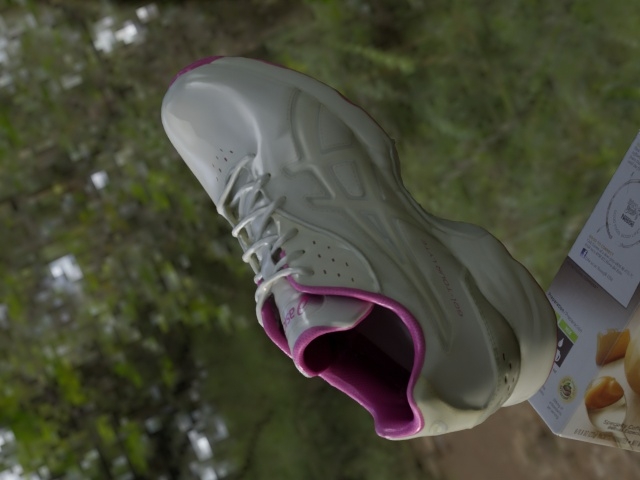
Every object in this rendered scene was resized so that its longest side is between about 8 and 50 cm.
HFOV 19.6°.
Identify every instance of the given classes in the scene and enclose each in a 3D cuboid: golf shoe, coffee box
[{"bbox_3d":[0.000,0.000,1.122,0.306,0.140,0.115,40,133,19],"label":"golf shoe"},{"bbox_3d":[0.271,0.038,1.446,0.141,0.246,0.098,13,-155,-32],"label":"coffee box"}]
